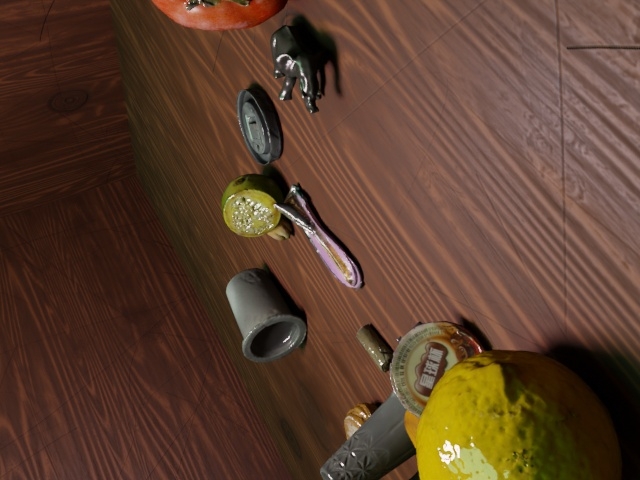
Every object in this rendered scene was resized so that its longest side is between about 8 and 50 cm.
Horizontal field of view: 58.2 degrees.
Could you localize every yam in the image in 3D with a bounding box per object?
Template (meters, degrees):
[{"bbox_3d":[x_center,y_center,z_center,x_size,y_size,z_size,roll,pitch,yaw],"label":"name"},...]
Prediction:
[{"bbox_3d":[0.146,0.283,1.518,0.132,0.054,0.054,51,152,36],"label":"yam"}]

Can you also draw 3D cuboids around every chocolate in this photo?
[{"bbox_3d":[0.255,0.275,1.172,0.221,0.221,0.147,55,-178,26],"label":"chocolate"}]

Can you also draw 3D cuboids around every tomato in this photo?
[{"bbox_3d":[-0.213,-0.588,1.195,0.293,0.324,0.290,81,-178,-50],"label":"tomato"}]

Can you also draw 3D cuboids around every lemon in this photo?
[{"bbox_3d":[0.307,0.340,0.915,0.336,0.335,0.336,47,149,39],"label":"lemon"}]

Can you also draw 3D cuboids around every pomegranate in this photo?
[{"bbox_3d":[-0.179,-0.113,1.766,0.159,0.240,0.190,-87,20,-54],"label":"pomegranate"}]

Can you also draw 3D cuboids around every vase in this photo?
[{"bbox_3d":[0.150,0.530,1.447,0.251,0.300,0.156,58,157,-1],"label":"vase"},{"bbox_3d":[-0.208,0.256,2.075,0.291,0.244,0.245,-123,24,-43],"label":"vase"}]

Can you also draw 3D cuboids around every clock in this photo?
[{"bbox_3d":[-0.179,-0.333,1.680,0.226,0.048,0.226,49,152,38],"label":"clock"}]

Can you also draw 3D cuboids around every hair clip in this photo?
[{"bbox_3d":[0.000,0.001,1.583,0.359,0.095,0.110,49,117,20],"label":"hair clip"}]

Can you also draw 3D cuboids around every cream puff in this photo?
[{"bbox_3d":[0.142,0.550,1.683,0.150,0.115,0.165,40,136,35],"label":"cream puff"}]

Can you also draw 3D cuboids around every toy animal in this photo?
[{"bbox_3d":[-0.058,-0.383,1.286,0.245,0.114,0.146,52,153,31],"label":"toy animal"}]

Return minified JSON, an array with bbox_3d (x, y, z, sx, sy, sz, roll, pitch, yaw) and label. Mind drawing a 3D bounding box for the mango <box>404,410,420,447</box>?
[{"bbox_3d":[0.276,0.458,1.330,0.217,0.102,0.141,31,148,49],"label":"mango"}]
